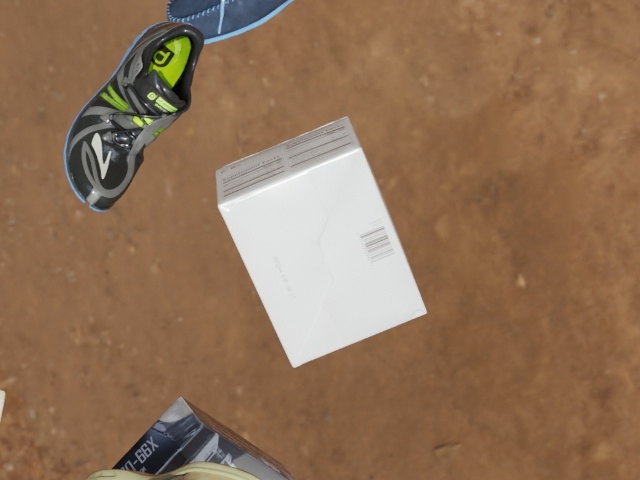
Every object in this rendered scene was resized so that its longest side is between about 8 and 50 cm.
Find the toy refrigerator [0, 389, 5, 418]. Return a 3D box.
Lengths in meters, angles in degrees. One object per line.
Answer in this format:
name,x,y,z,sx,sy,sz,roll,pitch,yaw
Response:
toy refrigerator,-0.375,0.229,1.163,0.269,0.094,0.102,131,148,-55

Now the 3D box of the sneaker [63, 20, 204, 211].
sneaker,-0.159,-0.113,1.023,0.078,0.067,0.188,0,59,59

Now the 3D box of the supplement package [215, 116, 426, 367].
supplement package,0.000,0.000,1.629,0.145,0.204,0.262,-106,-6,-66

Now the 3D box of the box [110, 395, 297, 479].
box,-0.192,0.397,1.790,0.076,0.242,0.307,42,177,42

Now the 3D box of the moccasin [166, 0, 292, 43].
moccasin,-0.067,-0.389,1.578,0.117,0.342,0.138,50,-168,-50

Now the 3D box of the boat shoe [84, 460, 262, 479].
boat shoe,-0.182,0.333,1.430,0.285,0.089,0.104,-10,117,29
